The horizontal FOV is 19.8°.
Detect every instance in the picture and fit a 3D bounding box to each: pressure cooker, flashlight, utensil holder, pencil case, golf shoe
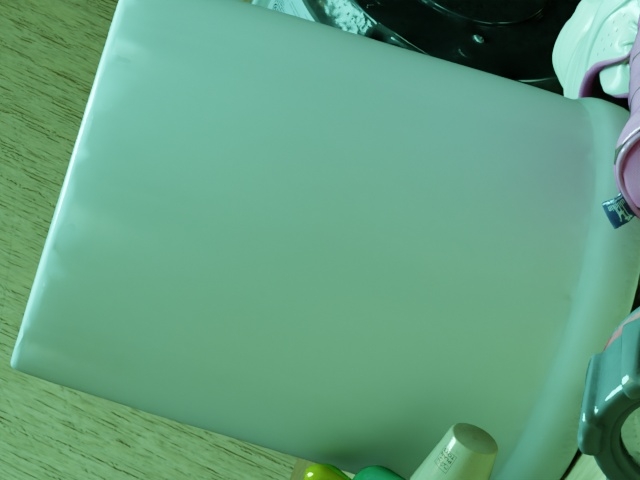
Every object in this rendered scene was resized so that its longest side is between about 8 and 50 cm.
[{"bbox_3d":[0.076,-0.168,1.963,0.420,0.375,0.370,119,172,-47],"label":"pressure cooker"},{"bbox_3d":[0.201,0.007,0.947,0.103,0.103,0.304,-56,9,39],"label":"flashlight"},{"bbox_3d":[0.000,0.000,1.346,0.327,0.385,0.327,-163,90,-81],"label":"utensil holder"},{"bbox_3d":[0.241,-0.087,1.204,0.095,0.098,0.209,-17,28,27],"label":"pencil case"},{"bbox_3d":[0.272,-0.187,1.423,0.306,0.115,0.140,109,172,-46],"label":"golf shoe"}]

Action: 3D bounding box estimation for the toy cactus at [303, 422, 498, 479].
[{"bbox_3d":[0.056,0.198,1.208,0.219,0.112,0.180,56,129,49],"label":"toy cactus"}]
